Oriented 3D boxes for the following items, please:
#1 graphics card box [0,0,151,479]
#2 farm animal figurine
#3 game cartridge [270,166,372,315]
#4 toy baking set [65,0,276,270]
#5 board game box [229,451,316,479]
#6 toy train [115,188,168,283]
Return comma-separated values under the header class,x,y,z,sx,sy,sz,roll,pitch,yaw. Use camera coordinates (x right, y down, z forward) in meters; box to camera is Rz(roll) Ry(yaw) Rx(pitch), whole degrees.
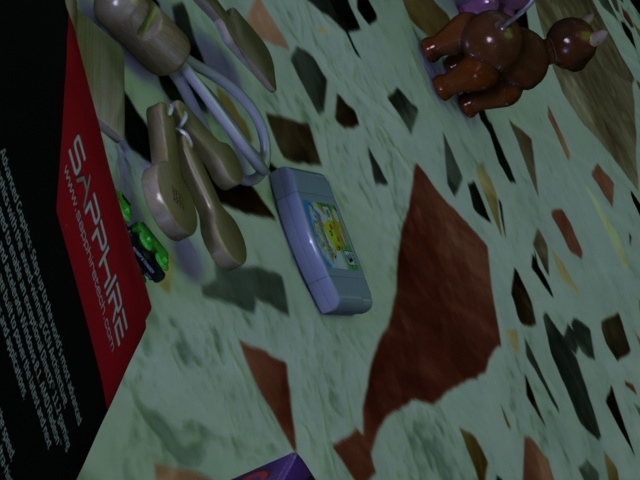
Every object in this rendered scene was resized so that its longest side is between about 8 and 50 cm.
class,x,y,z,sx,sy,sz,roll,pitch,yaw
graphics card box,-0.144,0.045,0.344,0.371,0.094,0.233,-72,157,-49
farm animal figurine,0.125,-0.277,1.464,0.327,0.172,0.330,48,26,-37
game cartridge,0.000,0.000,1.070,0.056,0.017,0.083,2,64,-63
toy baking set,-0.084,-0.090,0.952,0.197,0.030,0.256,60,19,-19
board game box,-0.015,0.241,0.716,0.208,0.056,0.347,56,22,-10
toy train,-0.092,-0.015,0.861,0.083,0.017,0.024,54,13,-26
